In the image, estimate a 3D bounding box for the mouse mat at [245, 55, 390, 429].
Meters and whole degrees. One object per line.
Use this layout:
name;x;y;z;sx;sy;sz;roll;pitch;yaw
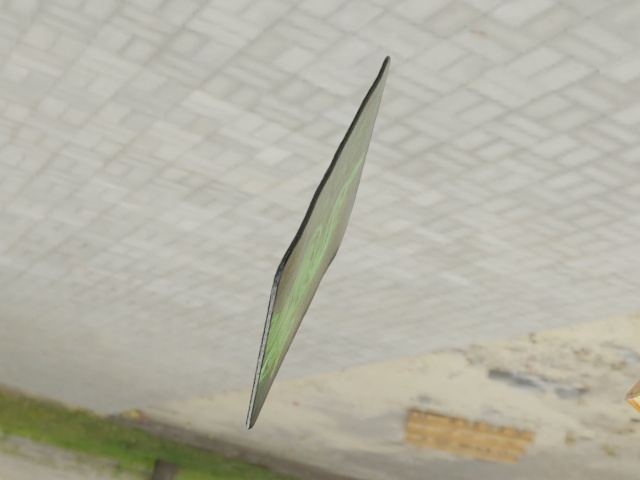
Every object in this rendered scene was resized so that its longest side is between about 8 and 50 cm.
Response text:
mouse mat;0.000;0.000;0.655;0.007;0.190;0.153;21;138;7

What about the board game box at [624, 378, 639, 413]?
board game box;0.414;0.028;0.411;0.356;0.356;0.356;45;159;6
